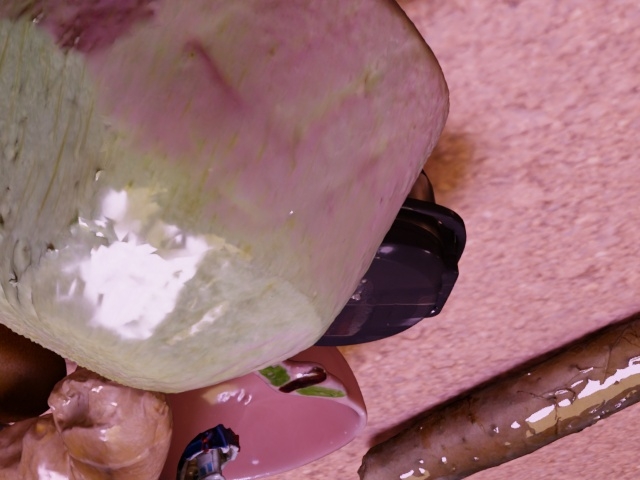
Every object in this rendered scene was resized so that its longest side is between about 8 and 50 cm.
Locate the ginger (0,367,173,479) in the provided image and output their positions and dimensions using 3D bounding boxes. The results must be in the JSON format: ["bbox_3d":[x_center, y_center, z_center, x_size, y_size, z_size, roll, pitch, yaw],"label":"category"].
[{"bbox_3d":[-0.138,0.173,0.719,0.147,0.081,0.334,-12,146,2],"label":"ginger"}]

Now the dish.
[{"bbox_3d":[-0.076,0.092,0.761,0.213,0.090,0.213,-4,145,-3],"label":"dish"}]

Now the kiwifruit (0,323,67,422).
[{"bbox_3d":[-0.229,0.085,0.733,0.075,0.075,0.124,-31,143,27],"label":"kiwifruit"}]

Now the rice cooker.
[{"bbox_3d":[0.000,0.000,0.640,0.165,0.106,0.112,-2,144,-16],"label":"rice cooker"}]

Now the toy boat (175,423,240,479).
[{"bbox_3d":[-0.075,0.152,0.736,0.038,0.038,0.083,7,145,-20],"label":"toy boat"}]

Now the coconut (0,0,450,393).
[{"bbox_3d":[-0.057,-0.057,0.462,0.204,0.236,0.236,27,136,-6],"label":"coconut"}]

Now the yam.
[{"bbox_3d":[0.168,0.145,0.905,0.317,0.067,0.071,-30,126,24],"label":"yam"}]

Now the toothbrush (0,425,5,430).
[{"bbox_3d":[-0.254,0.162,0.873,0.026,0.024,0.288,-8,147,23],"label":"toothbrush"}]
